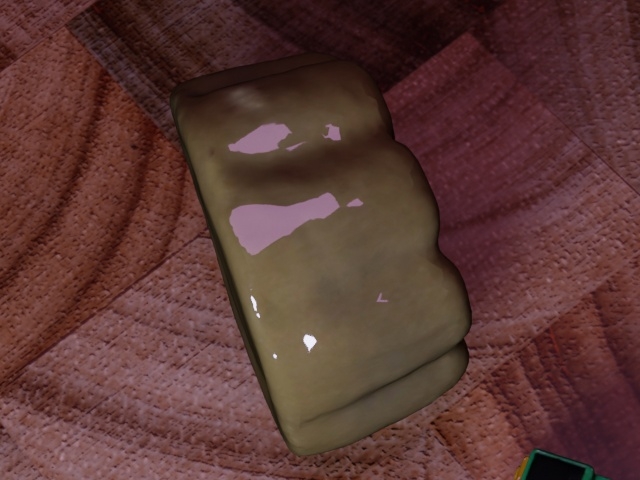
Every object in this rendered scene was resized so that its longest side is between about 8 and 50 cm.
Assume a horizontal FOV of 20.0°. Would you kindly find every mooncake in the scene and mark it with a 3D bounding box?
[{"bbox_3d":[0.000,0.000,1.737,0.200,0.378,0.378,-18,61,-6],"label":"mooncake"}]

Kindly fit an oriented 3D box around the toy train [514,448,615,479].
[{"bbox_3d":[0.257,0.262,1.679,0.227,0.136,0.091,16,67,20],"label":"toy train"}]
